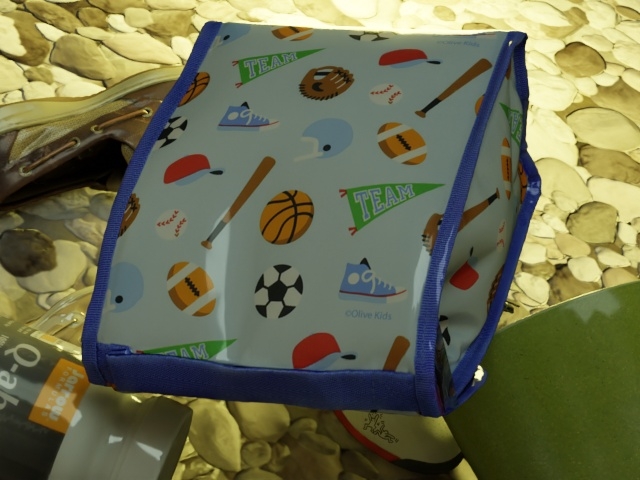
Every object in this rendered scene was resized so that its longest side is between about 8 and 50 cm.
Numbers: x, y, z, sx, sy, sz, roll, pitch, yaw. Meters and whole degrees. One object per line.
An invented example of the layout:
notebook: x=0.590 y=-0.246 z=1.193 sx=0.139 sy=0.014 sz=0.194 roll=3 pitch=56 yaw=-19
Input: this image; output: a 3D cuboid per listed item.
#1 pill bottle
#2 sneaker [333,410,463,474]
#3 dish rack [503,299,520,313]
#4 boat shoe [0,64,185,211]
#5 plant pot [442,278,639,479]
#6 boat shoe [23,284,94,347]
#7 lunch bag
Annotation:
pill bottle: x=-0.267 y=0.161 z=1.458 sx=0.278 sy=0.162 sz=0.162 roll=21 pitch=41 yaw=4
sneaker: x=0.053 y=0.108 z=1.640 sx=0.090 sy=0.145 sz=0.270 roll=-25 pitch=56 yaw=-38
dish rack: x=0.106 y=-0.008 z=1.739 sx=0.208 sy=0.074 sz=0.271 roll=38 pitch=8 yaw=35
boat shoe: x=-0.223 y=-0.103 z=1.808 sx=0.342 sy=0.123 sz=0.123 roll=-13 pitch=61 yaw=-28
plant pot: x=0.278 y=0.222 z=1.522 sx=0.275 sy=0.275 sz=0.293 roll=-10 pitch=70 yaw=-28
boat shoe: x=-0.259 y=0.103 z=1.605 sx=0.170 sy=0.063 sz=0.059 roll=-32 pitch=63 yaw=-31
lunch bag: x=0.000 y=0.000 z=1.433 sx=0.328 sy=0.239 sz=0.385 roll=2 pitch=42 yaw=20
